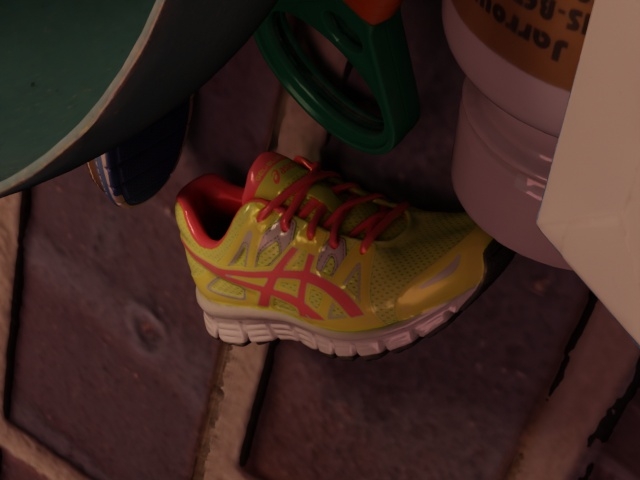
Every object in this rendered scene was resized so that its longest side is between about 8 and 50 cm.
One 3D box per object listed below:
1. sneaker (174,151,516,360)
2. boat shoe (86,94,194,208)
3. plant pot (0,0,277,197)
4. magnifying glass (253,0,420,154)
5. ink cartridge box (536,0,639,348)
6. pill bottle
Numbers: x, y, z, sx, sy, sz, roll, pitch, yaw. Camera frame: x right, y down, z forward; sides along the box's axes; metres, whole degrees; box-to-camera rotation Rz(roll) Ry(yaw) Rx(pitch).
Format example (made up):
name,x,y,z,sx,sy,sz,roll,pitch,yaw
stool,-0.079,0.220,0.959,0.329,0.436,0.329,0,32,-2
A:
name,x,y,z,sx,sy,sz,roll,pitch,yaw
sneaker,0.000,0.000,0.795,0.209,0.081,0.094,-5,117,43
boat shoe,-0.109,-0.105,0.817,0.066,0.066,0.183,20,124,33
plant pot,-0.106,-0.167,0.627,0.290,0.195,0.290,7,103,31
magnifying glass,0.016,-0.094,0.676,0.092,0.026,0.231,45,167,4
ink cartridge box,0.193,-0.057,0.514,0.078,0.231,0.134,54,149,37
pill bottle,0.112,-0.104,0.574,0.131,0.131,0.229,27,137,20
